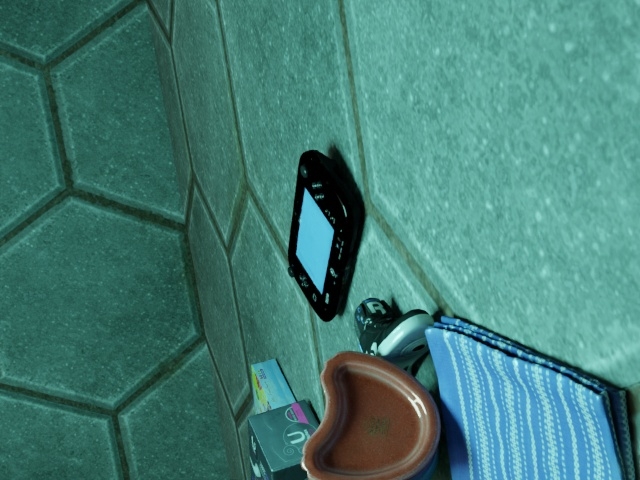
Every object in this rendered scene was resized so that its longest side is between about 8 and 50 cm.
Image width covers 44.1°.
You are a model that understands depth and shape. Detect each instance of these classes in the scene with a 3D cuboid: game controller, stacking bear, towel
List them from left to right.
[{"bbox_3d":[0.000,0.000,1.330,0.319,0.067,0.166,99,154,-50],"label":"game controller"},{"bbox_3d":[0.082,0.294,1.092,0.289,0.164,0.175,79,-157,-60],"label":"stacking bear"},{"bbox_3d":[0.212,0.227,0.845,0.336,0.040,0.243,-163,62,-71],"label":"towel"}]

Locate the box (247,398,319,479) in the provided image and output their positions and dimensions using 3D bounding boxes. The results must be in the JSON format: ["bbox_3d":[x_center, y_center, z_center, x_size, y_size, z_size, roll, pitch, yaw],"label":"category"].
[{"bbox_3d":[-0.065,0.512,1.729,0.165,0.143,0.270,-126,29,-49],"label":"box"}]

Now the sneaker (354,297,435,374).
[{"bbox_3d":[0.090,0.120,1.096,0.217,0.079,0.121,105,148,-57],"label":"sneaker"}]

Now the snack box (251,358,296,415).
[{"bbox_3d":[-0.112,0.430,1.956,0.174,0.070,0.207,-125,27,-52],"label":"snack box"}]
